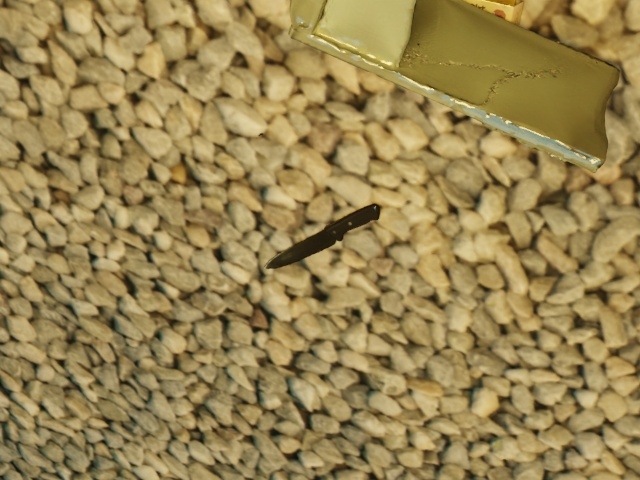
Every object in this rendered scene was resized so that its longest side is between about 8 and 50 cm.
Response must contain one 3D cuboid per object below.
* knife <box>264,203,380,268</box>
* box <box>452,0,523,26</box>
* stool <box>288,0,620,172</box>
[{"bbox_3d":[0.000,0.000,1.329,0.170,0.010,0.023,-27,109,38],"label":"knife"},{"bbox_3d":[0.099,-0.193,1.123,0.149,0.020,0.073,14,130,10],"label":"box"},{"bbox_3d":[0.146,-0.235,0.955,0.270,0.170,0.243,25,128,2],"label":"stool"}]
